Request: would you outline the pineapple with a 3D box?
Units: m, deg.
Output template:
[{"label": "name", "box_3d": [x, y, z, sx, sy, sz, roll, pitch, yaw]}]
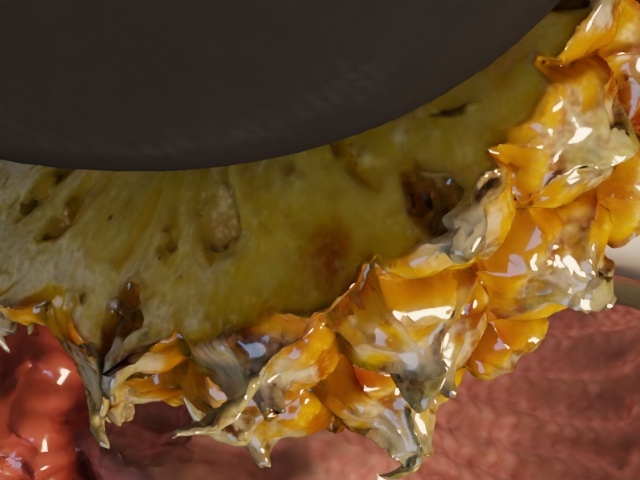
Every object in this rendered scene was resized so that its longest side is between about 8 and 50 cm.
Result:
[{"label": "pineapple", "box_3d": [-0.001, -0.001, 0.464, 0.233, 0.135, 0.079, -16, 145, 30]}]

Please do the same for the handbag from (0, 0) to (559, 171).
[{"label": "handbag", "box_3d": [-0.076, -0.115, 0.318, 0.308, 0.093, 0.254, 21, 147, -25]}]

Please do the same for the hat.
[{"label": "hat", "box_3d": [-0.001, 0.092, 0.562, 0.286, 0.237, 0.107, 18, 152, 6]}]
